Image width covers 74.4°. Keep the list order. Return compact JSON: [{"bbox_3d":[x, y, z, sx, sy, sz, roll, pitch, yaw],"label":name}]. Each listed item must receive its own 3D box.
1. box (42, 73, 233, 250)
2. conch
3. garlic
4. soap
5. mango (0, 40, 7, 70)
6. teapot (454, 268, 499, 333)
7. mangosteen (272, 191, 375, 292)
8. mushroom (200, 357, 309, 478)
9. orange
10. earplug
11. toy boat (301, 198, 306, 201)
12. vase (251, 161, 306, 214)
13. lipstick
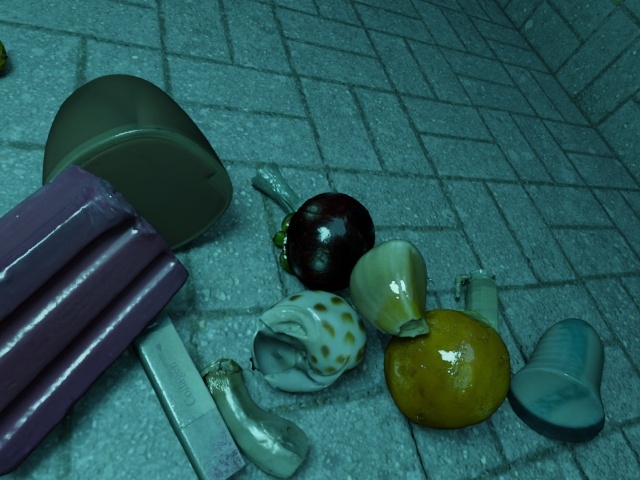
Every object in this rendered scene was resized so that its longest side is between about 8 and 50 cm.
[{"bbox_3d":[-0.333,-0.139,0.774,0.301,0.301,0.216,-6,51,-30],"label":"box"},{"bbox_3d":[-0.006,0.186,0.797,0.275,0.182,0.149,28,7,-20],"label":"conch"},{"bbox_3d":[0.145,0.078,0.800,0.164,0.145,0.245,40,30,2],"label":"garlic"},{"bbox_3d":[-0.376,0.097,0.566,0.128,0.232,0.359,19,56,29],"label":"soap"},{"bbox_3d":[-0.761,-0.418,0.896,0.178,0.090,0.115,26,57,3],"label":"mango"},{"bbox_3d":[0.385,0.165,1.052,0.107,0.077,0.200,12,50,7],"label":"teapot"},{"bbox_3d":[0.010,-0.004,0.905,0.216,0.216,0.216,13,53,-18],"label":"mangosteen"},{"bbox_3d":[-0.119,0.295,0.707,0.223,0.081,0.092,42,66,9],"label":"mushroom"},{"bbox_3d":[0.242,0.243,0.818,0.240,0.240,0.239,13,53,-18],"label":"orange"},{"bbox_3d":[0.591,0.296,1.006,0.185,0.185,0.324,49,44,12],"label":"earplug"},{"bbox_3d":[-0.045,-0.085,1.040,0.083,0.038,0.038,43,50,6],"label":"toy boat"},{"bbox_3d":[-0.088,-0.108,1.002,0.148,0.081,0.081,46,50,13],"label":"vase"},{"bbox_3d":[-0.232,0.243,0.694,0.066,0.068,0.317,-22,70,-36],"label":"lipstick"}]
